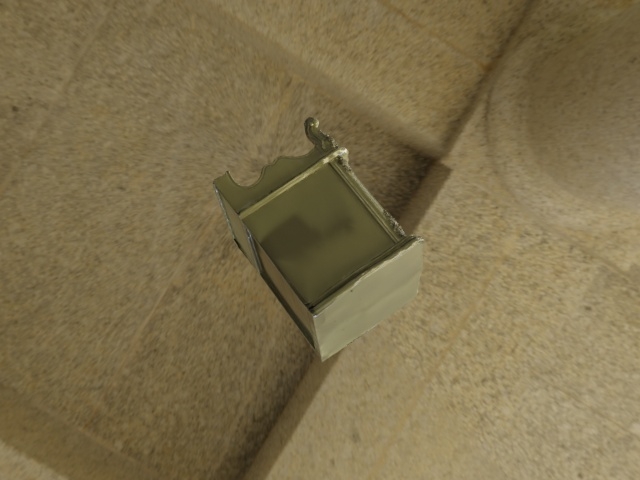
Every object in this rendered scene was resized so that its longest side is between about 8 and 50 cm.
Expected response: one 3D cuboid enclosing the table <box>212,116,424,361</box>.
[{"bbox_3d":[0.000,0.000,0.453,0.062,0.079,0.083,-34,-111,-11],"label":"table"}]
